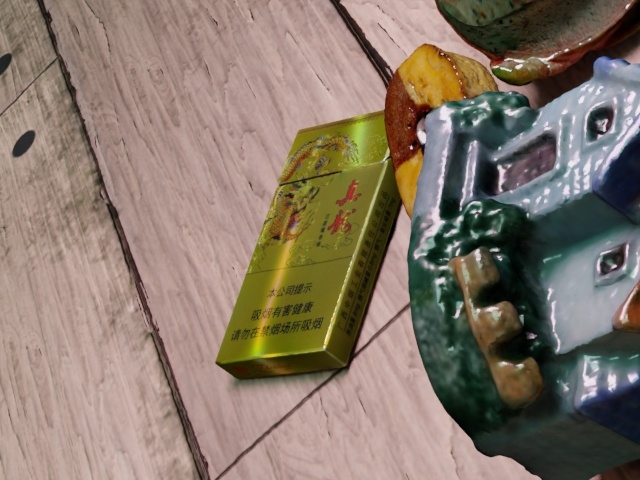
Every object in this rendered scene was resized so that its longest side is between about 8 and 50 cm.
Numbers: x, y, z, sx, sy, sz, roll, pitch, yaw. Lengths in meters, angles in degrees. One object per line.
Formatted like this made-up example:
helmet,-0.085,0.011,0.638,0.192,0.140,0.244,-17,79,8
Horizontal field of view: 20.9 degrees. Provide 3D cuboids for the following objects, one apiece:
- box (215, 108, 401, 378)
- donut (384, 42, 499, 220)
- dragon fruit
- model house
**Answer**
box,0.000,0.000,1.882,0.173,0.043,0.311,-10,51,44
donut,0.131,-0.106,1.758,0.166,0.073,0.184,-60,41,47
dragon fruit,0.221,-0.295,1.770,0.295,0.130,0.268,-12,87,30
model house,0.267,0.004,1.375,0.329,0.251,0.295,-23,43,42
